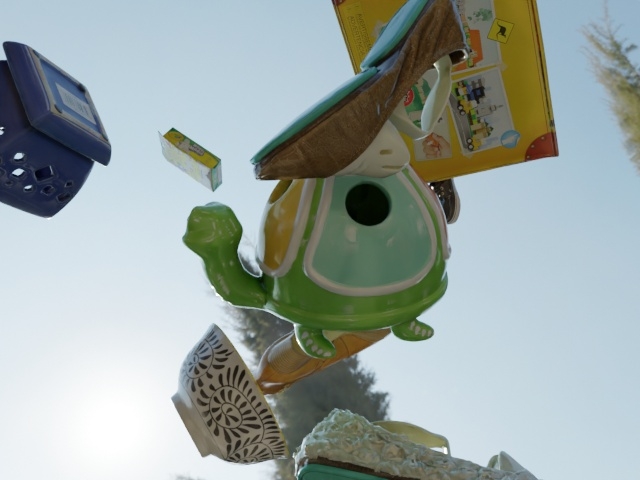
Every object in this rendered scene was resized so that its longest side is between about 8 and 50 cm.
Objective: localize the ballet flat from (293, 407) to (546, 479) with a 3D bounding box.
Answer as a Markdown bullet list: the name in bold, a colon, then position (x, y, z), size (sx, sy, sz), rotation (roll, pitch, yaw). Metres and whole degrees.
- **ballet flat**: position (0.167, 0.300, 0.707), size (0.409, 0.147, 0.147), rotation (14, -48, 19)

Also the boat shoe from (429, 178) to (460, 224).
- **boat shoe**: position (0.339, -0.157, 1.615), size (0.076, 0.080, 0.228), rotation (-4, -87, -44)

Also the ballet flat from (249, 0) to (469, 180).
- **ballet flat**: position (0.070, -0.150, 0.638), size (0.124, 0.342, 0.116), rotation (48, -30, -16)

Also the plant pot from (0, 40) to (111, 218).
- **plant pot**: position (-0.552, -0.214, 1.093), size (0.212, 0.236, 0.236), rotation (-32, -22, 8)

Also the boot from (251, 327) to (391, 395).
- **boot**: position (-0.002, 0.201, 1.108), size (0.295, 0.104, 0.211), rotation (-14, -22, -41)

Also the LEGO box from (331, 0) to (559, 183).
- **LEGO box**: position (0.272, -0.394, 1.231), size (0.373, 0.193, 0.500), rotation (-11, -59, 19)

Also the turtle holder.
- **turtle holder**: position (0.011, -0.008, 0.762), size (0.320, 0.243, 0.227), rotation (6, -63, 15)

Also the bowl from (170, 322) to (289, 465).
- **bowl**: position (-0.112, 0.183, 0.628), size (0.080, 0.170, 0.170), rotation (-28, -47, -19)

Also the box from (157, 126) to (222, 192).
- **box**: position (-0.325, -0.205, 1.424), size (0.179, 0.043, 0.105), rotation (33, -29, 11)
